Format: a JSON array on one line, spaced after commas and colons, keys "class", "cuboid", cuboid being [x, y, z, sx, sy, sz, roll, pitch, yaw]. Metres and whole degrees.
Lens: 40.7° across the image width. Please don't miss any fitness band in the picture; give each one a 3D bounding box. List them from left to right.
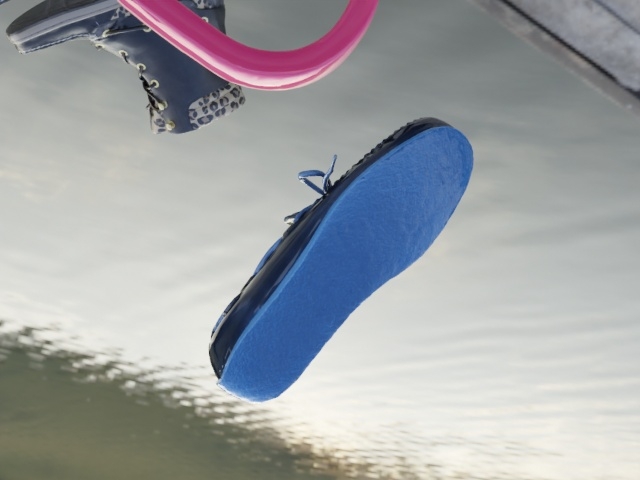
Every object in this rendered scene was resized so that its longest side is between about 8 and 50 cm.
[{"class": "fitness band", "cuboid": [-0.082, -0.269, 0.805, 0.291, 0.209, 0.054, 36, 170, 0]}]

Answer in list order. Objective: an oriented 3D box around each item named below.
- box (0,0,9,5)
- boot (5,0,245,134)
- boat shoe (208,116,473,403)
[{"class": "box", "cuboid": [-0.402, -0.303, 0.956, 0.036, 0.207, 0.114, 17, 125, 8]}, {"class": "boot", "cuboid": [-0.324, -0.319, 1.526, 0.377, 0.138, 0.284, -22, 124, -11]}, {"class": "boat shoe", "cuboid": [0.000, 0.000, 0.651, 0.109, 0.258, 0.089, 49, 178, -32]}]
